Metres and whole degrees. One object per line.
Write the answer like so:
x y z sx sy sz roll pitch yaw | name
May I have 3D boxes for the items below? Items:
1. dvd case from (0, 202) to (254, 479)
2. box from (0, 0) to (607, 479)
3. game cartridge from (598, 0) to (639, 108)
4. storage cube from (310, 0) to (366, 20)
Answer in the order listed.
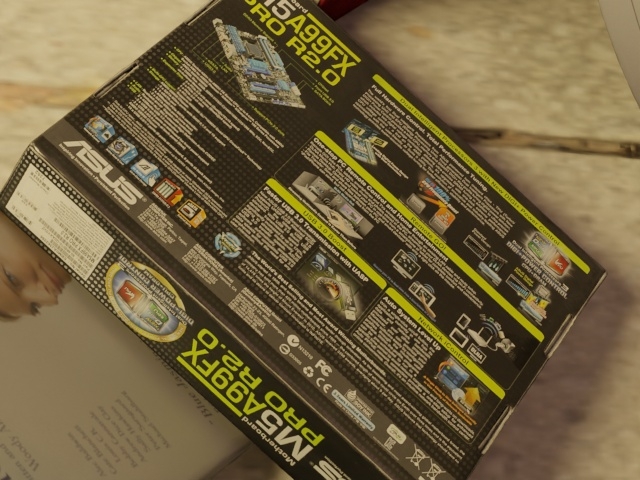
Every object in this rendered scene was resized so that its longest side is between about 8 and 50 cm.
-0.135 0.061 0.683 0.180 0.022 0.253 49 21 6 | dvd case
0.000 0.000 0.791 0.270 0.060 0.216 42 48 0 | box
0.227 -0.172 0.856 0.062 0.297 0.198 5 57 33 | game cartridge
0.027 -0.270 0.859 0.193 0.183 0.215 -36 85 -24 | storage cube
